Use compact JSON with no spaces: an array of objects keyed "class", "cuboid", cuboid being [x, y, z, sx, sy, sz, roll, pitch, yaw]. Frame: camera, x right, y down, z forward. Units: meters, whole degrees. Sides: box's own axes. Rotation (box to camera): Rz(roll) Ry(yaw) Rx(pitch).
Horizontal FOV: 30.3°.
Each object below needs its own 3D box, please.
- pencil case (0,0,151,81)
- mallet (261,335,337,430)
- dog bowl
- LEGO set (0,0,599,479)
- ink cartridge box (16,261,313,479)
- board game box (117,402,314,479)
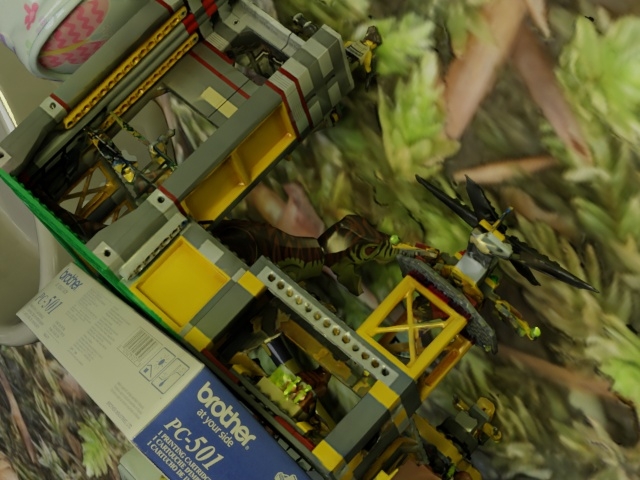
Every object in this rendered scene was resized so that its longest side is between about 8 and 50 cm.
[{"class":"pencil case","cuboid":[-0.197,-0.230,0.717,0.124,0.113,0.273,-41,80,33]},{"class":"mallet","cuboid":[-0.022,0.093,0.799,0.190,0.039,0.062,52,145,19]},{"class":"dog bowl","cuboid":[-0.255,-0.076,0.896,0.348,0.102,0.349,29,134,35]},{"class":"LEGO set","cuboid":[0.000,0.000,0.637,0.331,0.192,0.255,37,167,32]},{"class":"ink cartridge box","cuboid":[-0.080,0.078,0.582,0.097,0.046,0.207,51,167,-26]},{"class":"board game box","cuboid":[0.012,0.264,0.779,0.303,0.097,0.224,38,153,29]}]
